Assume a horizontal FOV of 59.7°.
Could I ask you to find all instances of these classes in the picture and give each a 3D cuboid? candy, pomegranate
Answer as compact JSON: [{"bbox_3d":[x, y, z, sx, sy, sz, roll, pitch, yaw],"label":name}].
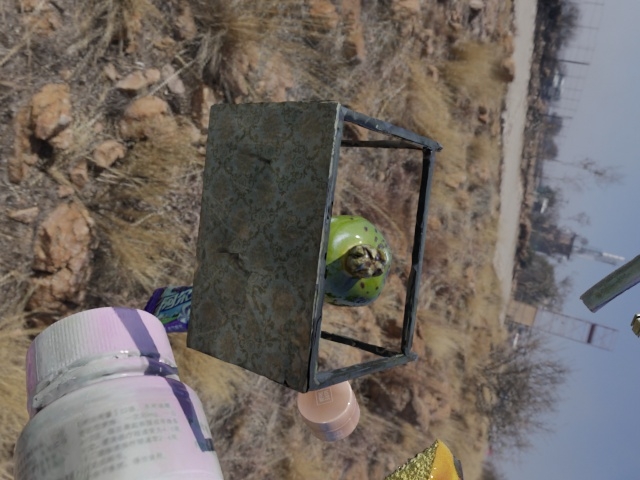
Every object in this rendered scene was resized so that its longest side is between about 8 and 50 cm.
[{"bbox_3d":[-0.261,0.146,1.203,0.145,0.275,0.070,-79,161,-51],"label":"candy"},{"bbox_3d":[0.055,0.041,1.092,0.248,0.202,0.202,6,-102,70],"label":"pomegranate"}]

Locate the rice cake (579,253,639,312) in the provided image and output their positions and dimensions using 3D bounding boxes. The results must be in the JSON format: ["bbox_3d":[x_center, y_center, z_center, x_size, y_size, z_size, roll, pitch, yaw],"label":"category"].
[{"bbox_3d":[0.407,0.026,0.686,0.033,0.033,0.208,-10,150,-44],"label":"rice cake"}]

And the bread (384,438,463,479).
[{"bbox_3d":[0.247,0.618,1.359,0.260,0.129,0.134,-36,-164,-7],"label":"bread"}]

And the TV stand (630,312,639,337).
[{"bbox_3d":[0.792,0.165,1.214,0.042,0.249,0.036,-114,-162,-54],"label":"TV stand"}]

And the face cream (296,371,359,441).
[{"bbox_3d":[0.021,0.435,1.462,0.149,0.149,0.104,-61,146,-36],"label":"face cream"}]

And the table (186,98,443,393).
[{"bbox_3d":[0.000,0.000,0.796,0.272,0.222,0.335,3,95,-53],"label":"table"}]

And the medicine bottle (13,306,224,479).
[{"bbox_3d":[-0.290,0.282,0.785,0.256,0.325,0.256,-19,143,-15],"label":"medicine bottle"}]
